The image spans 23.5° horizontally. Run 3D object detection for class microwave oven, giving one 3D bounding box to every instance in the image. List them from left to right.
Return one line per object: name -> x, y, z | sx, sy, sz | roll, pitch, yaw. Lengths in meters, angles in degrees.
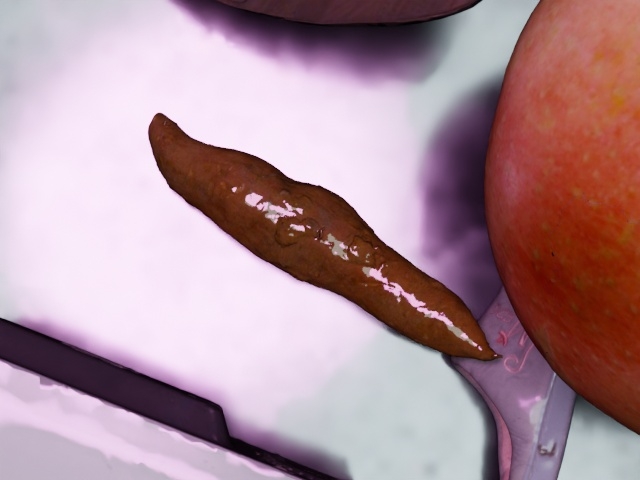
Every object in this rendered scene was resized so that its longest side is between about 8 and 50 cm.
microwave oven -> -0.142, 0.191, 0.907 | 0.295, 0.181, 0.237 | 22, 84, -1

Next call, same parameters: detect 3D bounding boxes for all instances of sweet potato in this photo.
sweet potato -> 0.000, 0.000, 0.979 | 0.274, 0.067, 0.067 | 32, 86, 9

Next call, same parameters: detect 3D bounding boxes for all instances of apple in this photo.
apple -> 0.256, -0.019, 0.814 | 0.319, 0.319, 0.277 | -47, 48, -4

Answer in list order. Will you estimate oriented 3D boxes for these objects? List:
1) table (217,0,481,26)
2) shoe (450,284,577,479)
table -> -0.043, -0.270, 0.827 | 0.317, 0.249, 0.317 | -4, 80, 27
shoe -> 0.123, 0.080, 0.975 | 0.078, 0.079, 0.195 | 6, 90, -3
